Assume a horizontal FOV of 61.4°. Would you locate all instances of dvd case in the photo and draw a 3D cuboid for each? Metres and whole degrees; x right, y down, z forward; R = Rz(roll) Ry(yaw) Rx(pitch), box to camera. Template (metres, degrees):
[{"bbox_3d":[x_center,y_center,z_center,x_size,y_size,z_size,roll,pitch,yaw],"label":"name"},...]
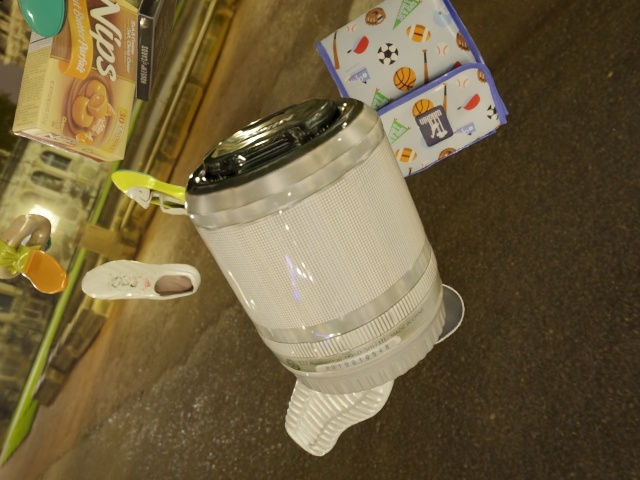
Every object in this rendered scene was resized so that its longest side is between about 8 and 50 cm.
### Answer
[{"bbox_3d":[-0.279,-0.375,0.926,0.238,0.029,0.179,138,145,-65],"label":"dvd case"}]

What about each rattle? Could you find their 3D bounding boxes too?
[{"bbox_3d":[-0.477,0.033,0.953,0.200,0.142,0.130,124,161,-72],"label":"rattle"}]

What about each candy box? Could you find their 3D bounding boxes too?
[{"bbox_3d":[-0.450,-0.329,1.031,0.087,0.183,0.317,-1,79,31],"label":"candy box"}]

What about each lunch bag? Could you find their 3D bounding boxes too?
[{"bbox_3d":[0.220,-0.372,1.296,0.327,0.386,0.239,-27,2,14],"label":"lunch bag"}]

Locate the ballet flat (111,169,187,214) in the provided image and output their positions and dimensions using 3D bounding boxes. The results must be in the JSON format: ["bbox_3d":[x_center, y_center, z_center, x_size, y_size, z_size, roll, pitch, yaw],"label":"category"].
[{"bbox_3d":[-0.399,-0.109,1.325,0.077,0.231,0.077,133,146,-51],"label":"ballet flat"}]

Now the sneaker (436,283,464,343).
[{"bbox_3d":[0.092,0.129,0.910,0.127,0.321,0.126,83,-179,-78],"label":"sneaker"}]

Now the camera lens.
[{"bbox_3d":[0.000,0.000,0.594,0.219,0.274,0.219,-22,23,10],"label":"camera lens"}]

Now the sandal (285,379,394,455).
[{"bbox_3d":[0.030,0.314,1.137,0.102,0.169,0.416,-43,-11,-46],"label":"sandal"}]

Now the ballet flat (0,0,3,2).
[{"bbox_3d":[-0.478,-0.415,0.809,0.173,0.049,0.057,-8,60,47],"label":"ballet flat"}]

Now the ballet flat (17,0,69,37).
[{"bbox_3d":[-0.397,-0.392,0.757,0.213,0.072,0.068,107,159,-54],"label":"ballet flat"}]

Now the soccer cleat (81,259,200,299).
[{"bbox_3d":[-0.303,0.070,0.915,0.076,0.196,0.068,-133,42,-70],"label":"soccer cleat"}]
